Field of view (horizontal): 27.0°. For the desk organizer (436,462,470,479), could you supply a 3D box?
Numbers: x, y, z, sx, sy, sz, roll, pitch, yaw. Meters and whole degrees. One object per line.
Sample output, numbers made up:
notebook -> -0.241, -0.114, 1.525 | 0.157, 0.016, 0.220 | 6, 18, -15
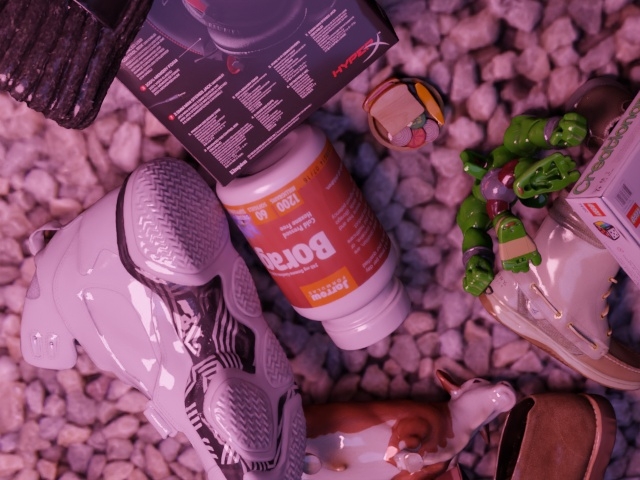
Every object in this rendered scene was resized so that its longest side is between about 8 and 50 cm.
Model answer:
desk organizer -> 0.171, 0.325, 1.530 | 0.050, 0.047, 0.130 | -30, 114, 10

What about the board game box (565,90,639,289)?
board game box -> 0.378, -0.085, 1.273 | 0.193, 0.053, 0.305 | 47, 67, -22

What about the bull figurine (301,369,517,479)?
bull figurine -> 0.059, 0.218, 1.401 | 0.310, 0.188, 0.101 | -9, 104, 4

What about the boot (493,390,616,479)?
boot -> 0.230, 0.312, 1.466 | 0.115, 0.112, 0.305 | 8, 94, -26

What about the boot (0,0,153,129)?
boot -> -0.259, -0.278, 1.075 | 0.348, 0.131, 0.260 | 39, 100, 17

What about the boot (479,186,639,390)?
boot -> 0.296, 0.053, 1.404 | 0.213, 0.077, 0.165 | 30, 106, -15

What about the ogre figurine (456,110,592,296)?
ogre figurine -> 0.190, -0.052, 1.319 | 0.097, 0.118, 0.197 | 4, 116, -13

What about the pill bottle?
pill bottle -> 0.000, 0.000, 1.319 | 0.121, 0.121, 0.216 | -30, 114, 8

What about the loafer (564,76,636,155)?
loafer -> 0.351, -0.063, 1.348 | 0.251, 0.087, 0.094 | 33, 107, -19

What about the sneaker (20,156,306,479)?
sneaker -> -0.158, 0.117, 1.300 | 0.210, 0.137, 0.366 | -20, 92, 30

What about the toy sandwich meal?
toy sandwich meal -> 0.085, -0.124, 1.322 | 0.085, 0.029, 0.086 | -2, 115, -5

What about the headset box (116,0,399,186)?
headset box -> -0.106, -0.231, 1.207 | 0.218, 0.110, 0.293 | -40, 113, 12
